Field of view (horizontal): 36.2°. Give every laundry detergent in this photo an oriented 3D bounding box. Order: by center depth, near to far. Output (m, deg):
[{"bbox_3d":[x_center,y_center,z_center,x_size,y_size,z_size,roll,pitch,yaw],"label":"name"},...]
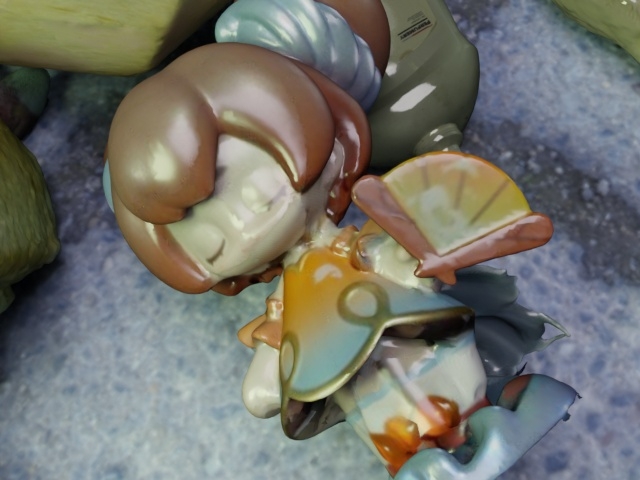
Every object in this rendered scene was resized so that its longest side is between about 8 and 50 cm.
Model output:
[{"bbox_3d":[0.046,-0.156,0.862,0.181,0.091,0.253,-29,67,-6],"label":"laundry detergent"}]

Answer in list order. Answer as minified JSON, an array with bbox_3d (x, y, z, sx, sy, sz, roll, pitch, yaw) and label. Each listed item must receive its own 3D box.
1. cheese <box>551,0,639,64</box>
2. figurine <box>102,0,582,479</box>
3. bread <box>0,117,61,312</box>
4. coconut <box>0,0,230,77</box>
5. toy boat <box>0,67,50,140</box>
[{"bbox_3d":[0.315,-0.226,0.882,0.159,0.093,0.263,-37,67,-17],"label":"cheese"},{"bbox_3d":[0.001,-0.001,0.702,0.276,0.248,0.388,-42,80,18],"label":"figurine"},{"bbox_3d":[-0.357,0.020,0.669,0.239,0.264,0.395,45,72,-6],"label":"bread"},{"bbox_3d":[-0.183,-0.288,0.797,0.353,0.352,0.352,-1,65,2],"label":"coconut"},{"bbox_3d":[-0.360,-0.118,0.867,0.227,0.085,0.155,-37,70,-14],"label":"toy boat"}]
